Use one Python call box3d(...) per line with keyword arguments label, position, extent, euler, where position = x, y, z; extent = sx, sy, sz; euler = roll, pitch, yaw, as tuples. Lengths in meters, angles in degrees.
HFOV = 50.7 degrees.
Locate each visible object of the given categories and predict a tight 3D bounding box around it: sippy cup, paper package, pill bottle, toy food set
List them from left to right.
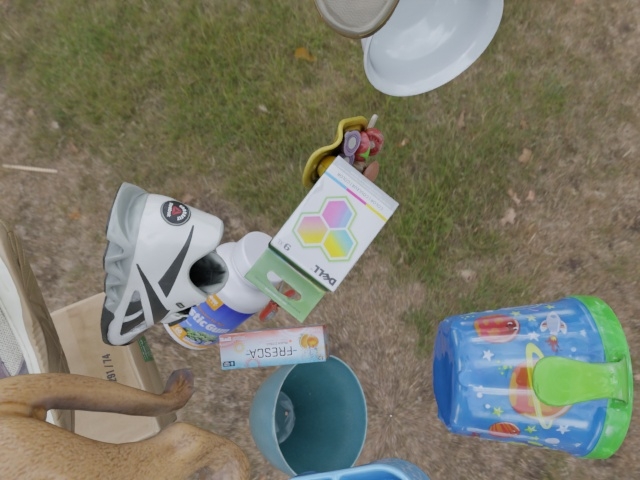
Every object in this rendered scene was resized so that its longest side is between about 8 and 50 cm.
box3d(label="paper package", position=(-0.512, 0.309, 1.449), extent=(0.309, 0.168, 0.325), euler=(-22, 85, -6))
box3d(label="pill bottle", position=(-0.190, 0.098, 1.358), extent=(0.272, 0.152, 0.152), euler=(-39, 71, 35))
box3d(label="toy food set", position=(0.057, -0.129, 1.088), extent=(0.071, 0.218, 0.128), euler=(36, 118, 14))
box3d(label="sippy cup", position=(0.284, 0.193, 0.971), extent=(0.224, 0.305, 0.240), euler=(1, 46, -2))

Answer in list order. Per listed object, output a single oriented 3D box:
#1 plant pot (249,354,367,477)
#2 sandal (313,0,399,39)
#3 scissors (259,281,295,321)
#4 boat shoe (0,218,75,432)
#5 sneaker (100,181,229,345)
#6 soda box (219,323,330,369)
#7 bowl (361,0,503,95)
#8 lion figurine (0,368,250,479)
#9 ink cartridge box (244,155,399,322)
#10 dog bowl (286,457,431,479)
box3d(label="plant pot", position=(-0.057, 0.420, 1.608), extent=(0.195, 0.290, 0.290), euler=(-14, 69, 46))
box3d(label="sandal", position=(0.041, -0.233, 0.468), extent=(0.072, 0.049, 0.180), euler=(26, 100, 11))
box3d(label="scissors", position=(-0.106, 0.141, 1.540), extent=(0.109, 0.297, 0.021), euler=(-40, 82, -5))
box3d(label="boat shoe", position=(-0.338, 0.118, 0.728), extent=(0.092, 0.103, 0.285), euler=(-12, 115, -9))
box3d(label="sneaker", position=(-0.197, 0.060, 0.863), extent=(0.146, 0.330, 0.122), euler=(12, 60, -12))
box3d(label="soda box", position=(-0.077, 0.182, 1.159), extent=(0.183, 0.058, 0.063), euler=(-6, 86, 8))
box3d(label="bowl", position=(0.194, -0.437, 1.320), extent=(0.298, 0.298, 0.134), euler=(-24, 61, -1))
box3d(label="lion figurine", position=(-0.175, 0.189, 0.276), extent=(0.142, 0.240, 0.392), euler=(-7, 52, 27))
box3d(label="ink cartridge box", position=(0.000, 0.000, 0.929), extent=(0.109, 0.062, 0.209), euler=(39, 83, -4))
box3d(label="dog bowl", position=(0.041, 0.444, 1.087), extent=(0.297, 0.074, 0.166), euler=(-14, 64, 15))
